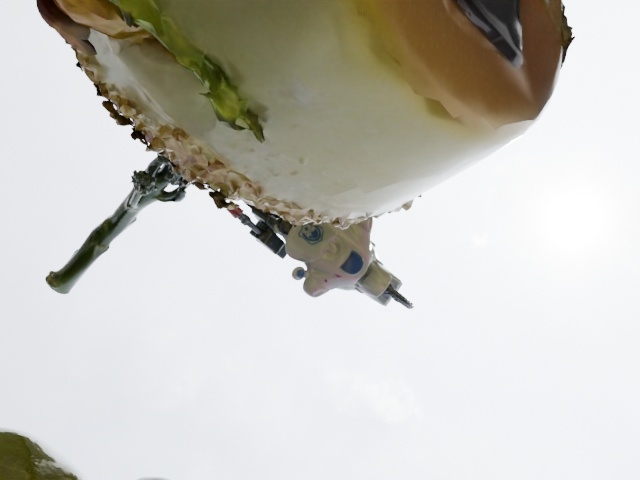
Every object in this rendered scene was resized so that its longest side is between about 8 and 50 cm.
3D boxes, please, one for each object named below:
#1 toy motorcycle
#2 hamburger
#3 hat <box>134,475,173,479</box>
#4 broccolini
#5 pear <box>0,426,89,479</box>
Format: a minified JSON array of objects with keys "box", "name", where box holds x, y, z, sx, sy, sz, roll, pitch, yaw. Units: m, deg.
[{"box":[0.000,0.000,0.992,0.102,0.150,0.221,-55,-139,0],"name":"toy motorcycle"},{"box":[-0.006,-0.147,0.476,0.179,0.294,0.276,-15,-122,36],"name":"hamburger"},{"box":[-0.170,0.295,0.934,0.252,0.110,0.252,-27,-162,9],"name":"hat"},{"box":[-0.243,-0.025,1.149,0.074,0.392,0.078,6,-125,-42],"name":"broccolini"},{"box":[-0.347,0.300,0.999,0.212,0.212,0.269,-38,-157,-27],"name":"pear"}]
